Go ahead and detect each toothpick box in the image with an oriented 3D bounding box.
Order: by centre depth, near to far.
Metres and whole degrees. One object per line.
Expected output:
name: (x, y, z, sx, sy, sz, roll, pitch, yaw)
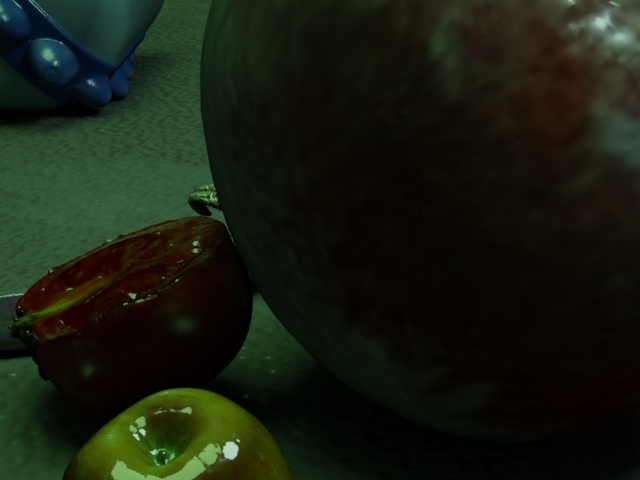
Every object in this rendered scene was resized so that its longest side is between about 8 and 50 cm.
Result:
toothpick box: (-0.293, -0.263, 1.684, 0.263, 0.263, 0.354, -2, 20, 5)

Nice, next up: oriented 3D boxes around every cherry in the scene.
cherry: (0.081, -0.056, 0.864, 0.291, 0.335, 0.326, -44, 3, -2)

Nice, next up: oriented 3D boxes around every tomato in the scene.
tomato: (-0.102, 0.053, 0.909, 0.139, 0.091, 0.159, -28, 15, -14)

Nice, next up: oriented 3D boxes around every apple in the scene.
apple: (-0.067, 0.121, 0.695, 0.114, 0.102, 0.099, -17, 24, -31)

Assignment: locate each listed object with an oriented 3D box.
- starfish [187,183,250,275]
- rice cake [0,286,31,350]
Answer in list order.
starfish: (0.000, 0.001, 1.121, 0.241, 0.043, 0.227, 8, 24, 22)
rice cake: (-0.185, 0.047, 1.019, 0.207, 0.047, 0.036, -5, 13, -6)
